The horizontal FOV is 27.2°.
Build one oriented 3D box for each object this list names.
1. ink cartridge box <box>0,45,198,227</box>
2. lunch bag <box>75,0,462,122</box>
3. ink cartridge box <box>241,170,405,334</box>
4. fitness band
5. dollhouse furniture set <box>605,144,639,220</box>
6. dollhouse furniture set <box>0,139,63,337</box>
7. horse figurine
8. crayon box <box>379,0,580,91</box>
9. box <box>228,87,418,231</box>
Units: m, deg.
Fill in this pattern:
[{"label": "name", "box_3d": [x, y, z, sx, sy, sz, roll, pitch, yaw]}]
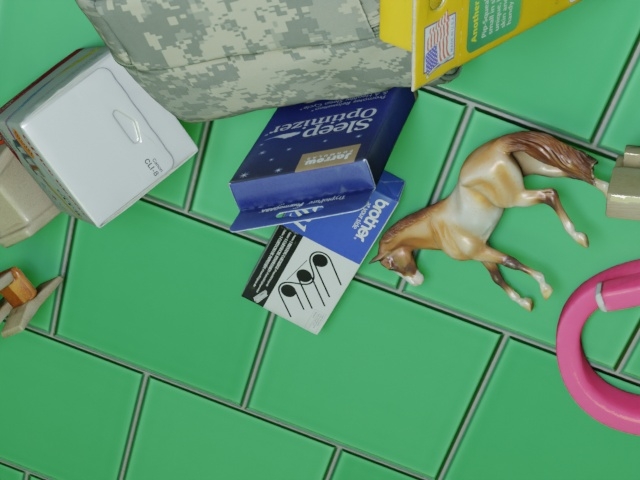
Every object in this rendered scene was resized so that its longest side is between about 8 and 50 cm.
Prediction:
[{"label": "ink cartridge box", "box_3d": [-0.227, -0.105, 1.302, 0.128, 0.127, 0.176, 54, 164, -19]}, {"label": "lunch bag", "box_3d": [-0.036, -0.221, 1.166, 0.305, 0.212, 0.256, -6, 144, 20]}, {"label": "ink cartridge box", "box_3d": [0.000, 0.000, 1.404, 0.097, 0.046, 0.207, 28, 126, -4]}, {"label": "fitness band", "box_3d": [0.385, 0.109, 1.353, 0.291, 0.054, 0.209, -11, 119, 25]}, {"label": "dollhouse furniture set", "box_3d": [0.340, -0.022, 1.218, 0.144, 0.151, 0.123, 6, 125, 16]}, {"label": "dollhouse furniture set", "box_3d": [-0.380, -0.037, 1.472, 0.259, 0.135, 0.262, -20, 116, 40]}, {"label": "horse figurine", "box_3d": [0.179, -0.026, 1.313, 0.174, 0.066, 0.263, 33, 134, 2]}, {"label": "crayon box", "box_3d": [0.145, -0.268, 1.009, 0.083, 0.323, 0.203, 26, 132, 34]}, {"label": "box", "box_3d": [0.002, -0.087, 1.232, 0.136, 0.225, 0.036, -9, 120, 22]}]
